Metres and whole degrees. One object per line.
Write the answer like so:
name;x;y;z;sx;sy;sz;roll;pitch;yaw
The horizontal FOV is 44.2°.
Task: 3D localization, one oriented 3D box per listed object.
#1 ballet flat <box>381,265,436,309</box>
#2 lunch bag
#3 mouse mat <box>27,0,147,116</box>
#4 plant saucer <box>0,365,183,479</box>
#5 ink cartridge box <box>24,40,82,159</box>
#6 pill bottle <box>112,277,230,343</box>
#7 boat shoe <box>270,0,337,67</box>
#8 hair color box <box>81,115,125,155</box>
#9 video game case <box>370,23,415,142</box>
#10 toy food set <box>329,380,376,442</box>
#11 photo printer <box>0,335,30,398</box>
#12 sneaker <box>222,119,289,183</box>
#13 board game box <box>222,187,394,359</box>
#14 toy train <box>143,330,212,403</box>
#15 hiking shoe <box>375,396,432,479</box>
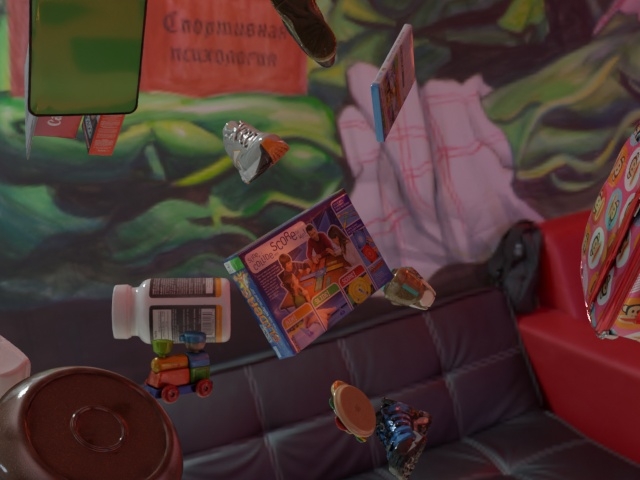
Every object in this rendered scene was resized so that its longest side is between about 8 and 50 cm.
ballet flat;0.239;0.130;2.059;0.124;0.116;0.342;28;-1;11
lunch bag;0.466;-0.001;1.113;0.120;0.293;0.258;11;39;4
mouse mat;-0.308;-0.252;1.043;0.152;0.190;0.007;-7;37;-31
plant saucer;-0.351;0.304;1.224;0.310;0.050;0.310;24;29;-14
ink cartridge box;-0.636;-0.366;1.902;0.130;0.272;0.309;1;-15;-24
pill bottle;-0.360;0.172;1.929;0.278;0.162;0.162;0;11;-8
boat shoe;-0.025;-0.280;0.992;0.056;0.152;0.049;-23;-17;-3
hair color box;-0.353;-0.212;1.295;0.043;0.072;0.141;-1;-37;-32
video game case;0.122;-0.261;1.306;0.015;0.119;0.166;13;54;20
toy food set;0.045;0.240;1.108;0.020;0.083;0.082;-39;20;29
photo printer;-0.666;0.298;1.470;0.256;0.307;0.107;30;30;21
sneaker;-0.143;-0.182;1.530;0.099;0.121;0.262;-41;7;-12
board game box;-0.009;0.036;0.965;0.201;0.136;0.035;-33;5;-41
toy train;-0.360;0.285;1.764;0.248;0.143;0.105;-2;5;-40
hiking shoe;0.169;0.451;1.803;0.132;0.113;0.304;26;8;9
